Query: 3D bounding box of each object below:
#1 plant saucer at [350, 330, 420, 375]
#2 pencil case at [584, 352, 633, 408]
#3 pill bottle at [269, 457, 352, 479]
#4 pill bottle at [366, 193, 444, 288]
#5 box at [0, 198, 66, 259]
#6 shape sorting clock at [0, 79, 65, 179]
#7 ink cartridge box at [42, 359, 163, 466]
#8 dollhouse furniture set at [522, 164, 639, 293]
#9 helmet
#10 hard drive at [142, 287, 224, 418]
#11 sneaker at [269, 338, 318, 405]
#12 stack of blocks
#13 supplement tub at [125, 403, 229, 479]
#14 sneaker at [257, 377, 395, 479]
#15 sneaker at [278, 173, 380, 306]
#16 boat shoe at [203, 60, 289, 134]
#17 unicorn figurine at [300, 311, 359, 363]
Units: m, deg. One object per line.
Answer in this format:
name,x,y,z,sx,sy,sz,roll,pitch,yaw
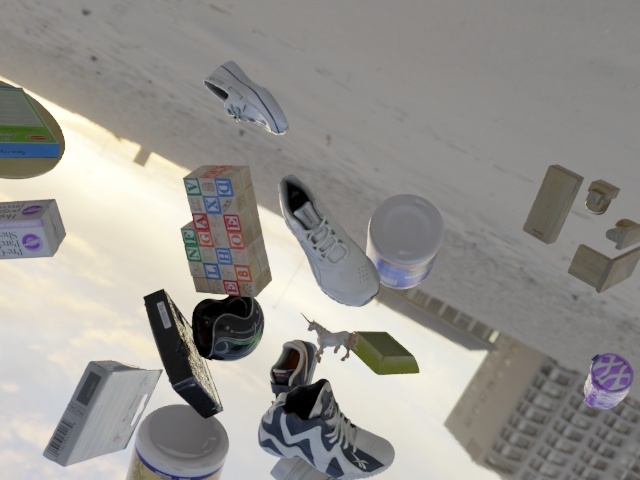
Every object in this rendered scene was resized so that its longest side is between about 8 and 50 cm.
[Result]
plant saucer,0.180,0.318,2.004,0.188,0.045,0.188,7,-157,-41
pencil case,0.601,0.300,1.445,0.086,0.088,0.206,41,175,29
pill bottle,0.003,0.563,1.541,0.229,0.131,0.131,40,-173,14
pill bottle,0.174,0.017,1.469,0.152,0.152,0.272,31,166,12
box,-0.533,-0.010,0.976,0.323,0.067,0.063,-2,-148,3
shape sorting clock,-0.454,-0.159,0.943,0.206,0.040,0.206,27,-149,-18
ink cartridge box,-0.409,0.323,1.322,0.066,0.189,0.232,25,177,10
dollhouse furniture set,0.426,-0.028,1.081,0.123,0.144,0.151,-13,-142,-44
helmet,-0.216,0.209,1.676,0.161,0.170,0.169,-5,-153,-35
hard drive,-0.331,0.286,1.677,0.339,0.064,0.237,80,166,-65
sneaker,-0.096,0.458,2.085,0.126,0.321,0.127,-4,162,36
stack of blocks,-0.230,-0.022,1.595,0.171,0.297,0.087,3,-153,25
supplement tub,-0.386,0.625,1.792,0.240,0.332,0.241,15,-158,-6
sneaker,0.022,0.302,1.123,0.234,0.153,0.094,19,-138,2
sneaker,0.000,0.000,1.265,0.297,0.111,0.129,52,178,28
boat shoe,-0.141,-0.251,1.280,0.226,0.075,0.083,47,165,40
unicorn figurine,0.020,0.244,1.687,0.161,0.060,0.111,4,-137,12
